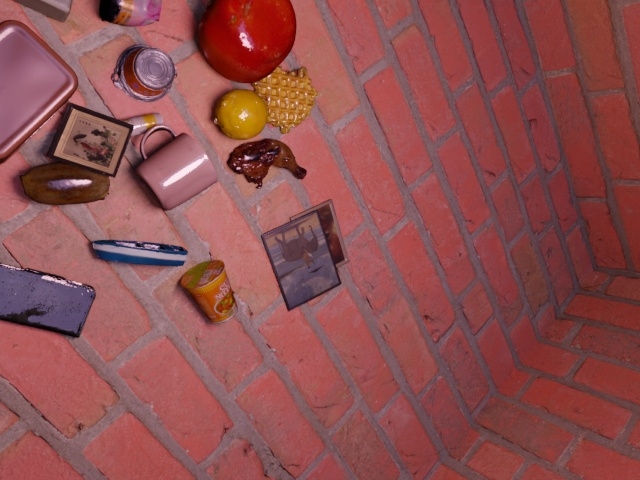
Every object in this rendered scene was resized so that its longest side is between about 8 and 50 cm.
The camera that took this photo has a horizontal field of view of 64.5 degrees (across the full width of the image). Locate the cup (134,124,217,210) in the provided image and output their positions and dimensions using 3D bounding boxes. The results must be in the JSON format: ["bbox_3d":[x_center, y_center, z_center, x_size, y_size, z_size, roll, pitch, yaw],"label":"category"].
[{"bbox_3d":[-0.487,-0.240,1.632,0.200,0.191,0.253,-38,108,-21],"label":"cup"}]

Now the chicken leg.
[{"bbox_3d":[-0.190,-0.289,1.897,0.322,0.083,0.177,-16,114,-30],"label":"chicken leg"}]

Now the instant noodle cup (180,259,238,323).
[{"bbox_3d":[-0.379,0.188,1.791,0.168,0.168,0.185,-35,122,-26],"label":"instant noodle cup"}]

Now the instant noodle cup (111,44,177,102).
[{"bbox_3d":[-0.534,-0.531,1.591,0.208,0.125,0.178,-40,116,-24],"label":"instant noodle cup"}]

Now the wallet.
[{"bbox_3d":[-0.854,0.176,1.520,0.318,0.045,0.172,23,87,-35],"label":"wallet"}]

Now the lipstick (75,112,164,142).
[{"bbox_3d":[-0.628,-0.348,1.593,0.264,0.059,0.059,-22,108,-31],"label":"lipstick"}]

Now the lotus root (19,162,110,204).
[{"bbox_3d":[-0.747,-0.167,1.500,0.241,0.123,0.124,-8,91,-37],"label":"lotus root"}]

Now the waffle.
[{"bbox_3d":[-0.133,-0.555,1.907,0.291,0.051,0.291,-7,103,-35],"label":"waffle"}]

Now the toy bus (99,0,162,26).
[{"bbox_3d":[-0.551,-0.832,1.514,0.162,0.171,0.386,2,96,-38],"label":"toy bus"}]

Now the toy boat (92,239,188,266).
[{"bbox_3d":[-0.588,0.040,1.657,0.299,0.096,0.062,7,101,-33],"label":"toy boat"}]

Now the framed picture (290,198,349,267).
[{"bbox_3d":[0.000,0.000,2.096,0.211,0.020,0.289,-26,111,-28],"label":"framed picture"}]

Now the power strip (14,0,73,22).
[{"bbox_3d":[-0.790,-0.721,1.381,0.224,0.139,0.140,16,88,-35],"label":"power strip"}]

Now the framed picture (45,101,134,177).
[{"bbox_3d":[-0.679,-0.298,1.511,0.195,0.010,0.199,18,65,-19],"label":"framed picture"}]

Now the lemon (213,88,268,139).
[{"bbox_3d":[-0.270,-0.435,1.760,0.206,0.173,0.173,-16,106,-48],"label":"lemon"}]

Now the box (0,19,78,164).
[{"bbox_3d":[-0.840,-0.385,1.340,0.239,0.229,0.339,46,71,-29],"label":"box"}]

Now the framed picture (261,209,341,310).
[{"bbox_3d":[-0.070,0.082,2.041,0.265,0.016,0.347,-25,110,-22],"label":"framed picture"}]

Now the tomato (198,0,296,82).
[{"bbox_3d":[-0.240,-0.689,1.682,0.290,0.293,0.325,45,62,-18],"label":"tomato"}]
